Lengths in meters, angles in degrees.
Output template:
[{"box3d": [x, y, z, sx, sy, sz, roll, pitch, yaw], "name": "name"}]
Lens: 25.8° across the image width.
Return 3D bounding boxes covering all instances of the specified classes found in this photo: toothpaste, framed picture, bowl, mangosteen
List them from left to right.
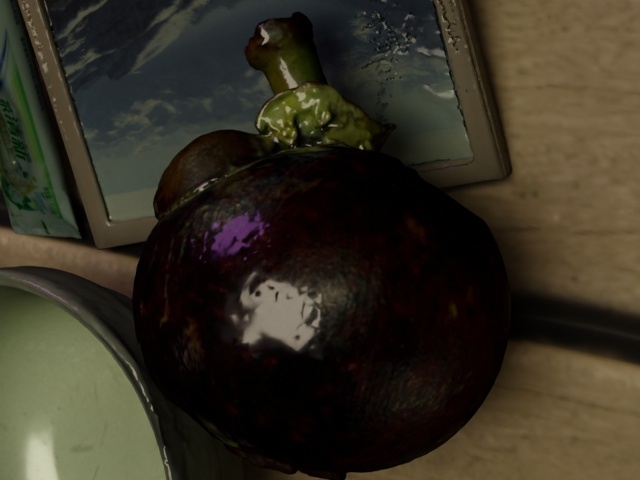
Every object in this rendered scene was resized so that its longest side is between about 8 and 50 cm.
[{"box3d": [-0.241, -0.139, 1.048, 0.075, 0.048, 0.297, 2, 113, 34], "name": "toothpaste"}, {"box3d": [-0.179, 0.166, 1.001, 0.307, 0.163, 0.307, 3, 95, 29], "name": "bowl"}, {"box3d": [-0.054, -0.132, 0.958, 0.335, 0.022, 0.247, -9, 104, 29], "name": "framed picture"}, {"box3d": [0.000, 0.000, 0.856, 0.231, 0.231, 0.289, -2, 88, 29], "name": "mangosteen"}]

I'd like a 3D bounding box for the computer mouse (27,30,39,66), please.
[{"box3d": [-0.198, -0.217, 1.050, 0.099, 0.057, 0.172, 19, 115, 25], "name": "computer mouse"}]
